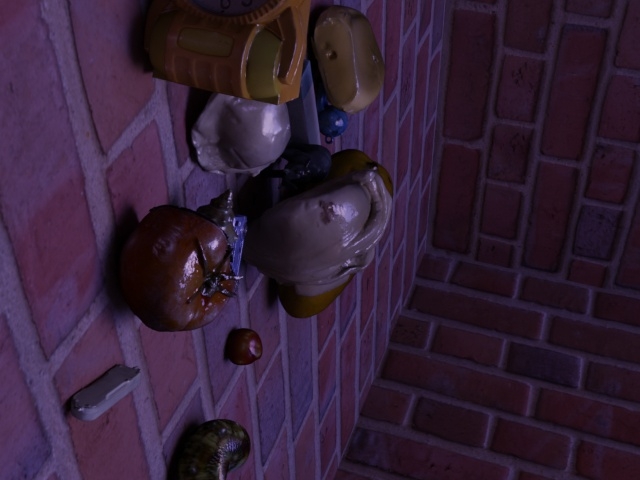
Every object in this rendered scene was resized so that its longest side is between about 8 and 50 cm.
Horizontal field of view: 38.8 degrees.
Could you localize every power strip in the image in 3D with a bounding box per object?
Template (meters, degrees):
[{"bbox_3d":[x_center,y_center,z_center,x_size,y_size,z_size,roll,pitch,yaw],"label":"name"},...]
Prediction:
[{"bbox_3d":[-0.343,0.241,1.472,0.191,0.048,0.030,-36,141,-66],"label":"power strip"}]

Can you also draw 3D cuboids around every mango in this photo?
[{"bbox_3d":[0.019,-0.014,2.253,0.445,0.221,0.301,-62,-172,3],"label":"mango"}]

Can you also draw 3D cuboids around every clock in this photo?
[{"bbox_3d":[-0.125,-0.382,1.383,0.200,0.244,0.317,-36,138,-75],"label":"clock"}]

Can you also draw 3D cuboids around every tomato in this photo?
[{"bbox_3d":[-0.240,0.066,1.472,0.155,0.181,0.214,-59,153,-33],"label":"tomato"},{"bbox_3d":[-0.168,0.239,2.047,0.087,0.075,0.087,10,90,-72],"label":"tomato"}]

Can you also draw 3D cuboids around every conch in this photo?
[{"bbox_3d":[-0.233,0.459,1.915,0.187,0.124,0.181,-53,172,-2],"label":"conch"},{"bbox_3d":[-0.220,-0.005,1.637,0.234,0.114,0.137,-44,179,42],"label":"conch"}]

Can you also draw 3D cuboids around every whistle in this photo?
[{"bbox_3d":[0.030,-0.321,2.300,0.090,0.090,0.157,-35,136,-68],"label":"whistle"}]

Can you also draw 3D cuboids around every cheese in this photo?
[{"bbox_3d":[0.079,-0.450,2.239,0.316,0.128,0.259,-46,132,-69],"label":"cheese"}]

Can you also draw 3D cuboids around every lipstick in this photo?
[{"bbox_3d":[-0.048,-0.278,2.085,0.317,0.066,0.068,81,26,-53],"label":"lipstick"}]

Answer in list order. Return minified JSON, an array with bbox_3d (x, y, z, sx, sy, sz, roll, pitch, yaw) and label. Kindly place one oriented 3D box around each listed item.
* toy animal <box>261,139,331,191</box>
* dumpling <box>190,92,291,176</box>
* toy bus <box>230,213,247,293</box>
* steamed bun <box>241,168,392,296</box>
[{"bbox_3d":[-0.062,-0.161,1.996,0.269,0.137,0.082,-38,141,-63],"label":"toy animal"},{"bbox_3d":[-0.150,-0.208,1.654,0.193,0.147,0.258,-17,142,-27],"label":"dumpling"},{"bbox_3d":[-0.196,0.028,1.785,0.076,0.073,0.167,-7,107,-76],"label":"toy bus"},{"bbox_3d":[0.007,-0.004,1.942,0.310,0.324,0.219,-28,94,-44],"label":"steamed bun"}]
